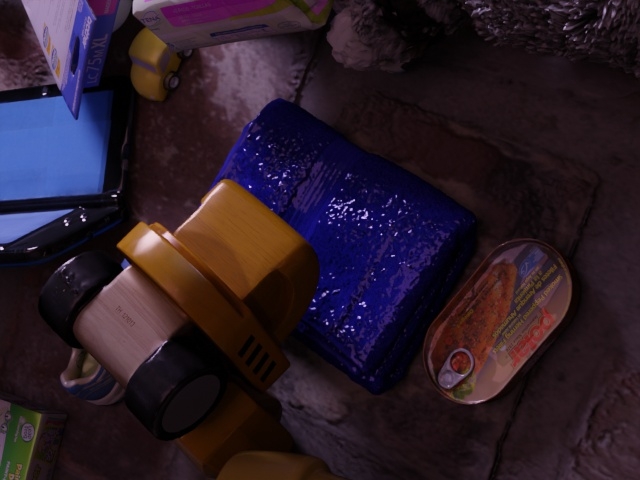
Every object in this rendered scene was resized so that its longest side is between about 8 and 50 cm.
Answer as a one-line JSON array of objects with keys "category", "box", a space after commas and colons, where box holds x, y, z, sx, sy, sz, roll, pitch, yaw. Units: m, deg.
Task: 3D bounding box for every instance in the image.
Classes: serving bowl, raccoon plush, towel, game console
[{"category": "serving bowl", "box": [-0.279, -0.304, 1.715, 0.083, 0.027, 0.083, -4, 81, 30]}, {"category": "raccoon plush", "box": [0.251, -0.182, 1.316, 0.446, 0.216, 0.299, -31, 77, 42]}, {"category": "towel", "box": [0.000, 0.000, 1.473, 0.308, 0.076, 0.227, 33, 100, 30]}, {"category": "game console", "box": [-0.393, -0.082, 1.673, 0.293, 0.250, 0.173, -4, 107, 31]}]

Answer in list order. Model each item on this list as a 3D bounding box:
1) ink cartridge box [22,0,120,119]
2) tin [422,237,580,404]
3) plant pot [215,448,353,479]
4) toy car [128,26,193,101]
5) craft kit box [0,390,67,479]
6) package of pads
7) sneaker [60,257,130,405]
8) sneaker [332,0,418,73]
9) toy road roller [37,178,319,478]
[{"category": "ink cartridge box", "box": [-0.315, -0.322, 1.656, 0.311, 0.065, 0.185, 65, 150, 28]}, {"category": "tin", "box": [0.184, 0.084, 1.373, 0.189, 0.040, 0.106, -51, 57, 15]}, {"category": "plant pot", "box": [0.024, 0.342, 1.322, 0.239, 0.254, 0.254, 4, 84, 17]}, {"category": "toy car", "box": [-0.151, -0.302, 1.622, 0.225, 0.053, 0.239, -12, 77, 29]}, {"category": "craft kit box", "box": [-0.455, 0.304, 1.708, 0.247, 0.061, 0.249, 14, 90, 32]}, {"category": "package of pads", "box": [-0.055, -0.356, 1.472, 0.229, 0.101, 0.296, -2, 60, 42]}, {"category": "sneaker", "box": [-0.240, 0.097, 1.599, 0.080, 0.081, 0.211, 22, 93, 33]}, {"category": "sneaker", "box": [0.040, -0.261, 1.485, 0.071, 0.083, 0.190, -42, 65, 17]}, {"category": "toy road roller", "box": [-0.108, 0.090, 1.412, 0.240, 0.329, 0.202, -45, 61, -8]}]
